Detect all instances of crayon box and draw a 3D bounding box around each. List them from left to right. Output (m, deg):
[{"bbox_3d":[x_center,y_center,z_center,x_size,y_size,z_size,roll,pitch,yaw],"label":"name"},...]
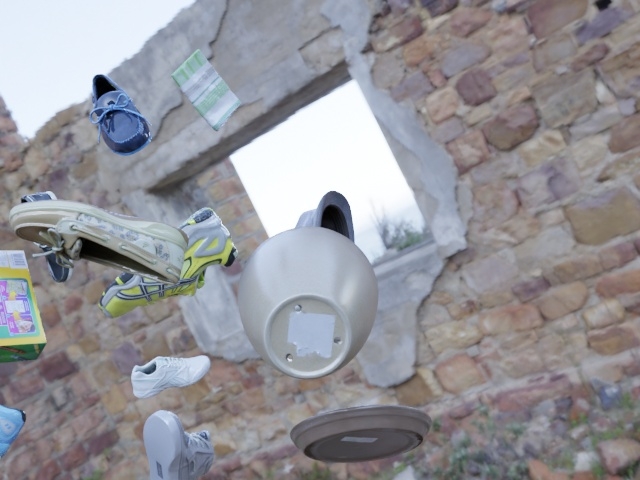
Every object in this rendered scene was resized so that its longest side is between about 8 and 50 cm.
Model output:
[{"bbox_3d":[-0.779,0.154,1.647,0.165,0.279,0.081,2,-38,-43],"label":"crayon box"}]

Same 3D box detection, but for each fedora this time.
[{"bbox_3d":[0.000,0.000,1.982,0.124,0.276,0.243,-6,-3,28],"label":"fedora"}]

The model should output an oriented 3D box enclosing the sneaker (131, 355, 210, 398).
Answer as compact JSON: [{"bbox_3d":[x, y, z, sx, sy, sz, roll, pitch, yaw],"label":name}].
[{"bbox_3d":[-0.281,0.246,1.292,0.152,0.061,0.054,-17,33,-18],"label":"sneaker"}]

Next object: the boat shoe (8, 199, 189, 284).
[{"bbox_3d":[-0.361,0.004,1.113,0.285,0.090,0.105,10,-25,-9],"label":"boat shoe"}]

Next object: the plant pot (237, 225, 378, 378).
[{"bbox_3d":[-0.020,0.117,1.113,0.256,0.257,0.274,-26,7,2],"label":"plant pot"}]

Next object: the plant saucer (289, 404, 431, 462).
[{"bbox_3d":[0.080,0.382,1.333,0.277,0.041,0.278,-4,-32,-2],"label":"plant saucer"}]

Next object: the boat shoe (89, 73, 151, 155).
[{"bbox_3d":[-0.419,-0.254,1.373,0.109,0.089,0.258,-34,44,-14],"label":"boat shoe"}]

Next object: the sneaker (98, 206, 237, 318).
[{"bbox_3d":[-0.360,0.087,1.592,0.384,0.147,0.145,-35,11,22],"label":"sneaker"}]

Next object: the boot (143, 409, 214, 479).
[{"bbox_3d":[-0.279,0.412,1.387,0.123,0.095,0.258,-32,-37,-42],"label":"boot"}]

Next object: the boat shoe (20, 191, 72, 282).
[{"bbox_3d":[-0.675,-0.004,1.689,0.084,0.233,0.079,-18,-3,34],"label":"boat shoe"}]

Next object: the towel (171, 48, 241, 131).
[{"bbox_3d":[-0.243,-0.325,1.483,0.023,0.152,0.113,-15,34,40],"label":"towel"}]

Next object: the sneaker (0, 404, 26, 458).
[{"bbox_3d":[-0.348,0.142,0.646,0.073,0.162,0.063,-49,-3,-40],"label":"sneaker"}]
